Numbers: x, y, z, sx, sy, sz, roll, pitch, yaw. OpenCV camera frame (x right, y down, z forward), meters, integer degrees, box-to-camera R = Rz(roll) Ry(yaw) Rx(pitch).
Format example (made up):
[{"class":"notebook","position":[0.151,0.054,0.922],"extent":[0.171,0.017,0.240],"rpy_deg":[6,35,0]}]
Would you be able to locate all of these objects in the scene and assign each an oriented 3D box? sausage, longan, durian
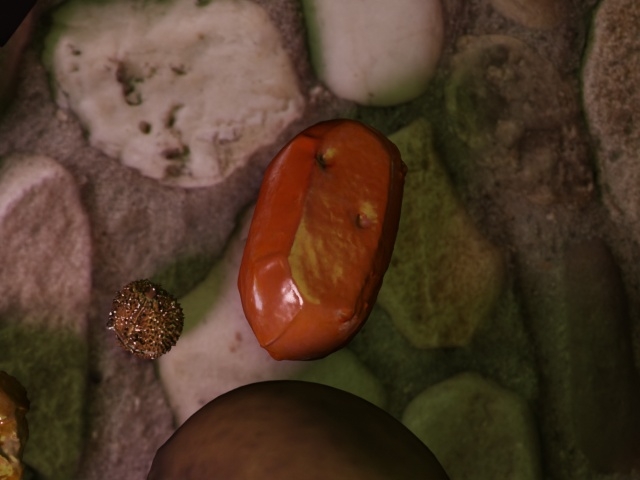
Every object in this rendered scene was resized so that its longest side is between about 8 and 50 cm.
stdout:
[{"class":"sausage","position":[0.000,0.000,1.277],"extent":[0.153,0.141,0.268],"rpy_deg":[21,70,-14]},{"class":"longan","position":[-0.015,0.283,1.109],"extent":[0.318,0.319,0.319],"rpy_deg":[5,74,-19]},{"class":"durian","position":[-0.175,0.078,1.221],"extent":[0.080,0.091,0.080],"rpy_deg":[12,49,-14]}]

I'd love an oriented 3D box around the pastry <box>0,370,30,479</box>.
[{"class":"pastry","position":[-0.364,0.210,1.108],"extent":[0.218,0.100,0.229],"rpy_deg":[48,67,-3]}]

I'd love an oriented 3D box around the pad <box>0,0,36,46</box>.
[{"class":"pad","position":[-0.309,-0.348,1.263],"extent":[0.006,0.170,0.246],"rpy_deg":[17,65,28]}]
